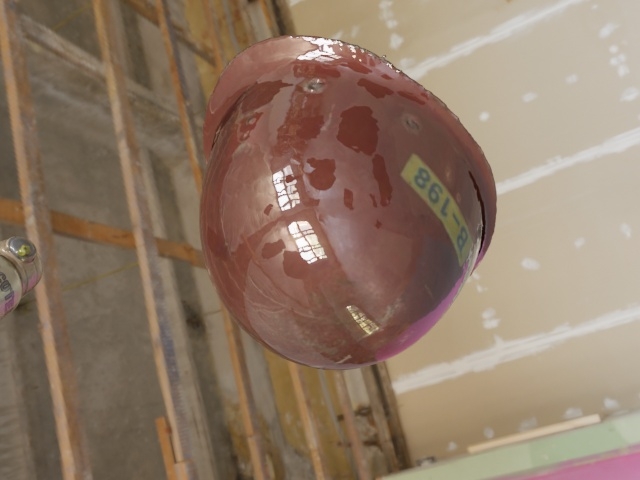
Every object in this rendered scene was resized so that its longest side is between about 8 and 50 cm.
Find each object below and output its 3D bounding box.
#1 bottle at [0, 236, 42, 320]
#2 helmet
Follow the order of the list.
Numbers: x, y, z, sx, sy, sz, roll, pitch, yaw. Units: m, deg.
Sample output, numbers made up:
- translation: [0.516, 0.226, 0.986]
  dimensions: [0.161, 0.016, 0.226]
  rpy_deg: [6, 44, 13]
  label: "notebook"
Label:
- translation: [-0.433, 0.061, 0.881]
  dimensions: [0.097, 0.110, 0.209]
  rpy_deg: [41, -153, -5]
  label: "bottle"
- translation: [0.000, 0.000, 0.758]
  dimensions: [0.385, 0.337, 0.230]
  rpy_deg: [57, -145, -28]
  label: "helmet"
